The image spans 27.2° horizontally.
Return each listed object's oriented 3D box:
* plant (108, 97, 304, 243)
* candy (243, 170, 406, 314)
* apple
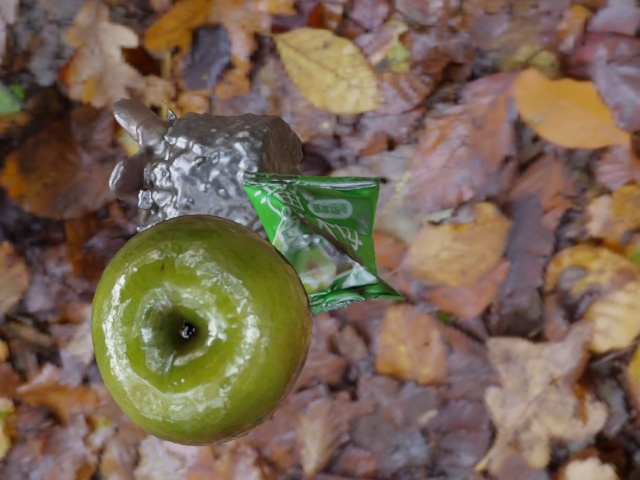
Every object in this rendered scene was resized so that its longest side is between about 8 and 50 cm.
[{"bbox_3d":[-0.138,-0.063,1.571,0.234,0.178,0.204,-1,109,15],"label":"plant"},{"bbox_3d":[-0.003,0.003,1.338,0.203,0.141,0.078,-98,24,-44],"label":"candy"},{"bbox_3d":[-0.099,0.075,1.135,0.197,0.157,0.196,0,89,6],"label":"apple"}]
